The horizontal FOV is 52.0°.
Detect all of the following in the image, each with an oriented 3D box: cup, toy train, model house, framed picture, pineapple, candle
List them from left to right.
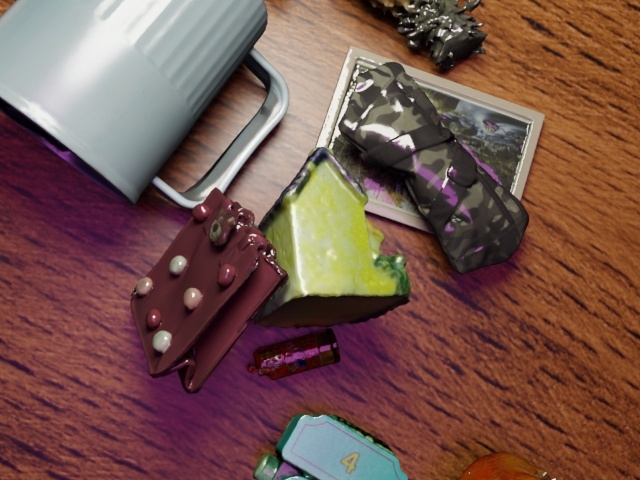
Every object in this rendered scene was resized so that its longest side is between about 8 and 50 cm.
[{"bbox_3d":[-0.221,-0.225,0.838,0.331,0.257,0.311,36,80,0],"label":"cup"},{"bbox_3d":[-0.040,0.162,0.917,0.130,0.052,0.052,-13,85,-7],"label":"candle"},{"bbox_3d":[0.000,0.000,0.876,0.170,0.194,0.211,0,70,-22],"label":"model house"},{"bbox_3d":[0.016,0.322,0.881,0.198,0.107,0.154,31,74,-2],"label":"toy train"},{"bbox_3d":[0.137,-0.366,0.963,0.158,0.158,0.279,-38,102,-9],"label":"pineapple"},{"bbox_3d":[0.158,-0.134,0.988,0.324,0.020,0.240,20,82,-4],"label":"framed picture"}]

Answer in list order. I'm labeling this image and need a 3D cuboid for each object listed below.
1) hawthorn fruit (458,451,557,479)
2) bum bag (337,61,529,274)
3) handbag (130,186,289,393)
[{"bbox_3d":[0.243,0.400,0.861,0.196,0.196,0.225,35,97,-1],"label":"hawthorn fruit"},{"bbox_3d":[0.157,-0.103,0.929,0.144,0.095,0.340,-40,90,-23],"label":"bum bag"},{"bbox_3d":[-0.148,0.054,0.822,0.074,0.203,0.216,30,103,-35],"label":"handbag"}]
